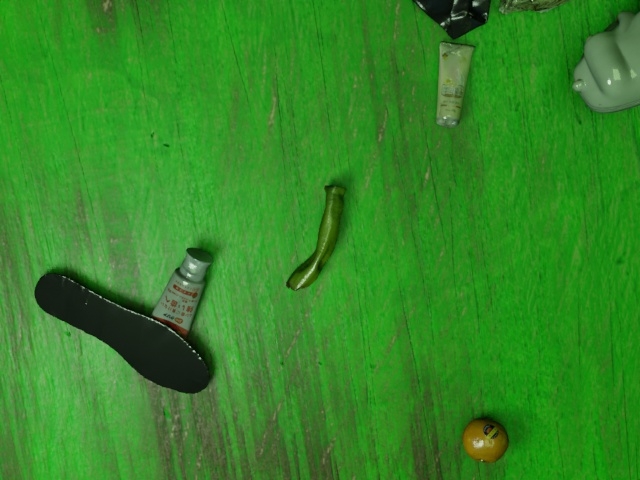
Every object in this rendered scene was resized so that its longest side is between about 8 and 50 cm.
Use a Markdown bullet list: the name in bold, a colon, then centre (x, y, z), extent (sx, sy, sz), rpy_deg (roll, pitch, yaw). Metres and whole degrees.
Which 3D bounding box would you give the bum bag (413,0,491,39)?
- **bum bag**: centre (0.160, -0.461, 1.404), extent (0.310, 0.074, 0.137), rpy_deg (37, 125, -10)

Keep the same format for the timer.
- **timer**: centre (0.551, -0.311, 1.365), extent (0.315, 0.291, 0.290), rpy_deg (-26, 99, 24)

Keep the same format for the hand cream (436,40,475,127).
- **hand cream**: centre (0.225, -0.263, 1.464), extent (0.061, 0.039, 0.143), rpy_deg (6, 94, 1)

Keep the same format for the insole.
- **insole**: centre (-0.347, 0.164, 1.525), extent (0.348, 0.009, 0.119), rpy_deg (30, 114, -2)

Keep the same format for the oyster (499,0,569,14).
- **oyster**: centre (0.378, -0.440, 1.426), extent (0.177, 0.064, 0.125), rpy_deg (-14, 114, -8)

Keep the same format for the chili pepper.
- **chili pepper**: centre (0.000, 0.000, 1.497), extent (0.050, 0.052, 0.201), rpy_deg (18, 99, -23)

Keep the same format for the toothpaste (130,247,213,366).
- **toothpaste**: centre (-0.254, 0.124, 1.519), extent (0.089, 0.057, 0.234), rpy_deg (25, 109, -3)

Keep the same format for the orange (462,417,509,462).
- **orange**: centre (0.293, 0.355, 1.536), extent (0.084, 0.083, 0.083), rpy_deg (0, 99, 0)
